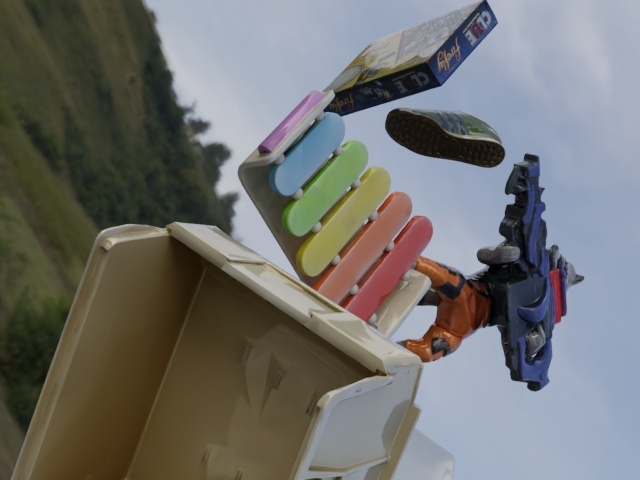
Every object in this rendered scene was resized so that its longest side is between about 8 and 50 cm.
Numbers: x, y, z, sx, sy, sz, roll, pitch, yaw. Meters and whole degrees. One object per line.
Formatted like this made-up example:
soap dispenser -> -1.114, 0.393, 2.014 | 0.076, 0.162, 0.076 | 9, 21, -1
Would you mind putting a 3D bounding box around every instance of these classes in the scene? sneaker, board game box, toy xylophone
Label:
sneaker -> 0.192, -0.171, 1.661 | 0.086, 0.192, 0.064 | -81, -171, -57
board game box -> 0.121, -0.259, 1.545 | 0.243, 0.165, 0.042 | -9, -57, 52
toy xylophone -> 0.000, 0.000, 1.204 | 0.081, 0.236, 0.322 | 15, -27, 45

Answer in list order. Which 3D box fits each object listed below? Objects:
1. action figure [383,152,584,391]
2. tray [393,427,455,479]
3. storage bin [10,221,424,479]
action figure -> 0.217, 0.038, 1.504 | 0.178, 0.330, 0.341 | -147, -124, -65
tray -> 0.058, 0.260, 1.250 | 0.030, 0.145, 0.270 | -24, -51, 40
storage bin -> -0.085, 0.150, 0.812 | 0.262, 0.123, 0.260 | 31, -75, 38
